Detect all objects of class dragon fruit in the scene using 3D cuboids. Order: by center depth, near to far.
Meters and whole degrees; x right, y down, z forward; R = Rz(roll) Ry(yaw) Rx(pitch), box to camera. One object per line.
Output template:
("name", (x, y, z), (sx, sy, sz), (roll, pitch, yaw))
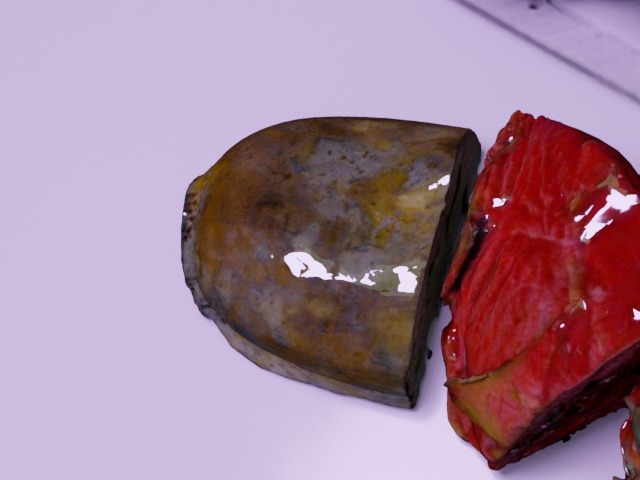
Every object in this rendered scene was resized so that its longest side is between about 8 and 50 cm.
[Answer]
("dragon fruit", (0.212, 0.034, 1.157), (0.302, 0.240, 0.330), (-41, 42, 25))

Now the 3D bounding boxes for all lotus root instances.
("lotus root", (-0.008, -0.013, 1.209), (0.260, 0.149, 0.267), (12, 71, 15))

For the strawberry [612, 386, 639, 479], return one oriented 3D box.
("strawberry", (0.408, 0.187, 1.011), (0.351, 0.267, 0.312), (-25, 109, -25))
